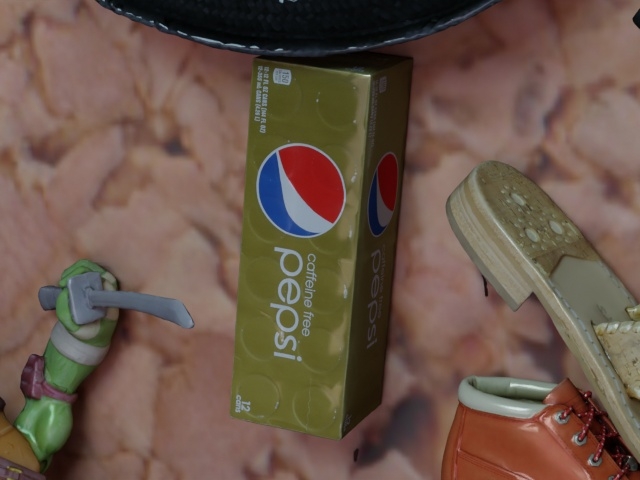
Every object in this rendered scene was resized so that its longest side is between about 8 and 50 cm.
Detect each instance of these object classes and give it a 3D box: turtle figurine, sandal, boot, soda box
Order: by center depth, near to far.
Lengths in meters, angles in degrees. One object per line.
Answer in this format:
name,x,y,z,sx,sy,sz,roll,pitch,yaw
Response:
sandal,0.160,0.041,0.780,0.240,0.088,0.079,48,122,11
boot,0.130,0.110,0.830,0.158,0.059,0.084,10,103,22
soda box,0.000,0.000,0.854,0.061,0.058,0.181,11,108,20
turtle figurine,-0.206,0.054,0.886,0.266,0.274,0.198,37,81,15

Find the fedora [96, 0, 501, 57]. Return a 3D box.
fedora,-0.032,-0.230,0.727,0.334,0.152,0.334,1,93,16

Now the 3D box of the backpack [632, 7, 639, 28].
backpack,0.228,-0.050,0.710,0.158,0.117,0.173,-18,104,27
